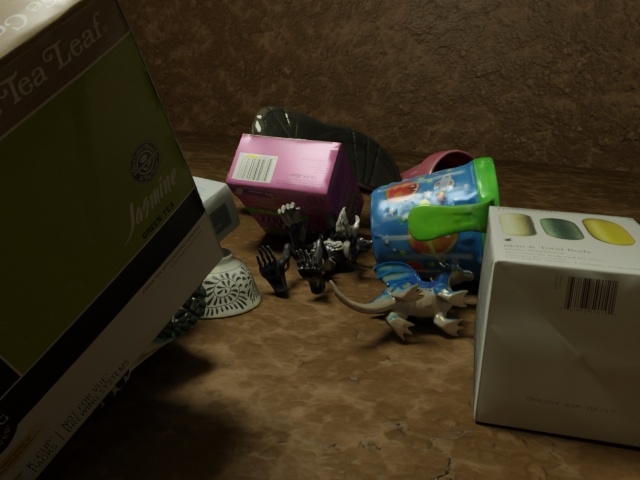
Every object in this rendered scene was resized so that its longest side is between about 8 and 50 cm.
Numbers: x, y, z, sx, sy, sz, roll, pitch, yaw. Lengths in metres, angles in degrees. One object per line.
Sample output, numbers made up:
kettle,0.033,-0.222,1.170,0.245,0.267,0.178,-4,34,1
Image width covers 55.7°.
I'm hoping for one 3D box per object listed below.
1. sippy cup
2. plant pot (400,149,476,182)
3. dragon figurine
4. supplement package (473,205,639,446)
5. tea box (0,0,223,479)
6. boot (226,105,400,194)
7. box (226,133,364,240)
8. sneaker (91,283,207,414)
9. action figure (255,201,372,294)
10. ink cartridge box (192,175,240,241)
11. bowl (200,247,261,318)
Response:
sippy cup,0.210,-0.026,1.116,0.224,0.305,0.240,-5,52,13
plant pot,0.269,-0.110,1.458,0.201,0.201,0.180,-8,5,-33
dragon figurine,0.125,0.084,0.927,0.289,0.085,0.144,1,14,-22
supplement package,0.300,0.086,0.753,0.199,0.198,0.262,6,17,12
tea box,-0.295,-0.005,0.502,0.220,0.323,0.329,22,57,24
boot,-0.028,-0.158,1.466,0.378,0.138,0.284,16,-29,-22
box,-0.044,-0.101,1.266,0.214,0.117,0.243,9,-21,19
sneaker,-0.266,0.135,0.722,0.283,0.110,0.122,-31,0,-41
action figure,0.000,0.000,1.109,0.164,0.140,0.276,-1,16,21
ink cartridge box,-0.373,-0.013,0.984,0.385,0.091,0.308,16,45,33
bowl,-0.180,0.058,0.986,0.170,0.080,0.170,3,17,-1
